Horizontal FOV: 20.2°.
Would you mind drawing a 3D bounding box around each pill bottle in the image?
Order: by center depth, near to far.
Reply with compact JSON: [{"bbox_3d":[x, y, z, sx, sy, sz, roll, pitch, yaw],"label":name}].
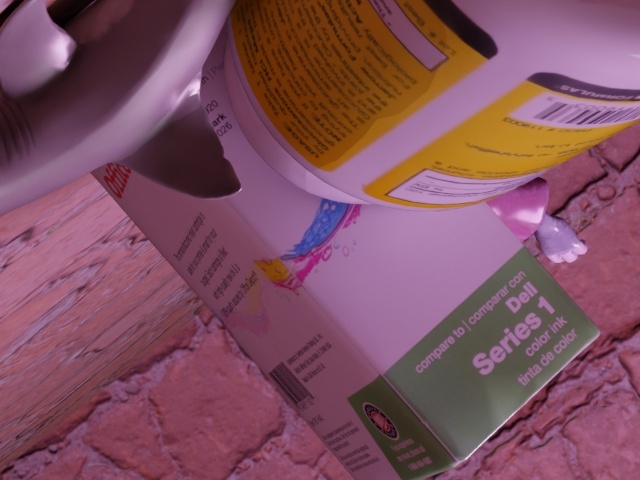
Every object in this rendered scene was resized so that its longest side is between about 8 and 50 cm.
[{"bbox_3d":[0.066,-0.119,0.784,0.188,0.188,0.334,-37,-178,-21],"label":"pill bottle"}]

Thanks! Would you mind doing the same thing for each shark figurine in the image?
[{"bbox_3d":[-0.063,-0.074,0.769,0.278,0.116,0.166,-38,179,35],"label":"shark figurine"}]

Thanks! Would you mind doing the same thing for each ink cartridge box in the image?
[{"bbox_3d":[0.000,0.000,1.029,0.117,0.278,0.201,-40,178,-17],"label":"ink cartridge box"}]

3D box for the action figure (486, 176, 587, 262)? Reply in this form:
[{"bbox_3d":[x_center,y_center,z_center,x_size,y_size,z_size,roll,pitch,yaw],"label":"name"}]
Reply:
[{"bbox_3d":[0.121,-0.099,1.252,0.370,0.248,0.276,-43,174,25],"label":"action figure"}]
